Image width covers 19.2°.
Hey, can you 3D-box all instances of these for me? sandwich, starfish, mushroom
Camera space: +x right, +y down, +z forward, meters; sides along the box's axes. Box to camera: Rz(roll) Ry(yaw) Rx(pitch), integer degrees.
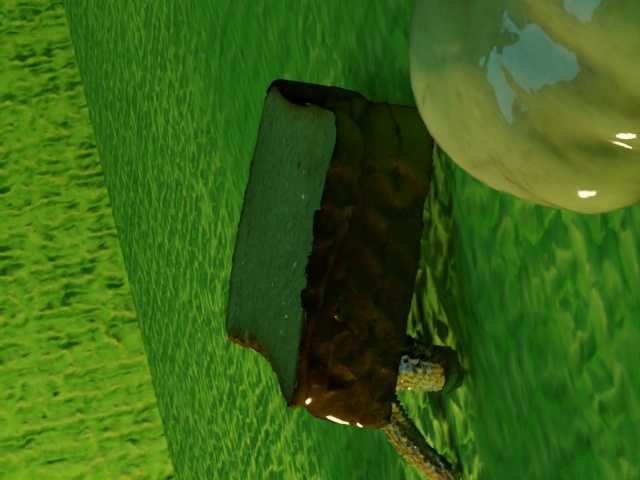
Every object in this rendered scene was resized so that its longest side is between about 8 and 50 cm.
[{"bbox_3d":[0.000,0.000,1.128,0.215,0.065,0.186,-156,76,-75],"label":"sandwich"},{"bbox_3d":[0.045,0.055,1.158,0.208,0.053,0.176,-135,44,-59],"label":"starfish"},{"bbox_3d":[0.097,-0.075,0.594,0.154,0.122,0.154,-59,11,19],"label":"mushroom"}]
